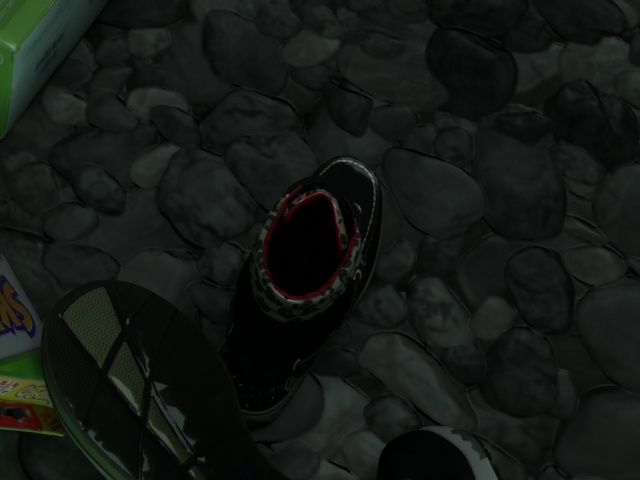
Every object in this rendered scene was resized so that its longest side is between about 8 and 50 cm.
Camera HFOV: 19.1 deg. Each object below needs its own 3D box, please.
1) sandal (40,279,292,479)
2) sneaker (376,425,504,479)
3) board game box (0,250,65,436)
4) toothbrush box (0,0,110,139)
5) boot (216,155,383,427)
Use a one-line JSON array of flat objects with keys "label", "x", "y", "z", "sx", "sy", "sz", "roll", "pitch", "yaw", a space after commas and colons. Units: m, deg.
[{"label": "sandal", "x": -0.089, "y": 0.163, "z": 1.273, "sx": 0.120, "sy": 0.086, "sz": 0.303, "roll": -36, "pitch": 88, "yaw": -36}, {"label": "sneaker", "x": 0.064, "y": 0.209, "z": 1.208, "sx": 0.124, "sy": 0.107, "sz": 0.283, "roll": -5, "pitch": 26, "yaw": -16}, {"label": "board game box", "x": -0.254, "y": 0.018, "z": 1.295, "sx": 0.039, "sy": 0.124, "sz": 0.259, "roll": -36, "pitch": 70, "yaw": 14}, {"label": "toothbrush box", "x": -0.302, "y": -0.242, "z": 1.435, "sx": 0.283, "sy": 0.122, "sz": 0.206, "roll": 29, "pitch": 57, "yaw": 3}, {"label": "boot", "x": 0.001, "y": 0.002, "z": 1.332, "sx": 0.085, "sy": 0.178, "sz": 0.236, "roll": 27, "pitch": 57, "yaw": 2}]
